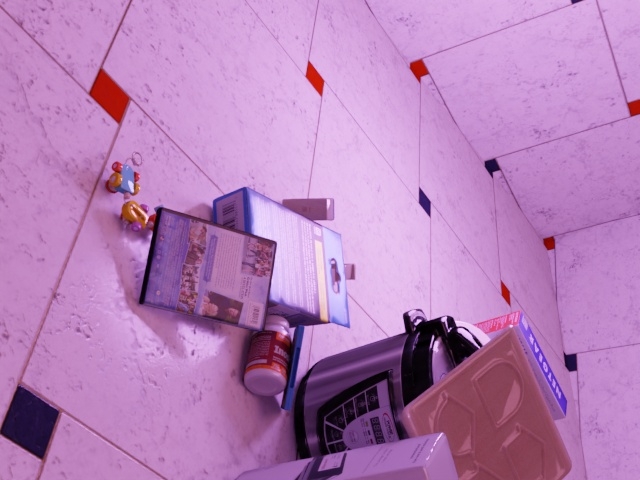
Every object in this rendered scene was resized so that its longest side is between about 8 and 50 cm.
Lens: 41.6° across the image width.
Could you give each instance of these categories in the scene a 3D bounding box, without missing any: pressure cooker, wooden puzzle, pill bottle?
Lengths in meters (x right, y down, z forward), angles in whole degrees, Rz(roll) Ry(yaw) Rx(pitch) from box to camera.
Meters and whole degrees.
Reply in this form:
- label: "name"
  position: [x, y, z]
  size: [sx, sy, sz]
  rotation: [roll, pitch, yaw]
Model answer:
- label: "pressure cooker"
  position: [0.200, 0.370, 1.780]
  size: [0.370, 0.420, 0.376]
  rotation: [51, 32, -31]
- label: "wooden puzzle"
  position: [0.306, 0.374, 1.576]
  size: [0.347, 0.080, 0.322]
  rotation: [-31, 102, -36]
- label: "pill bottle"
  position: [-0.103, 0.228, 1.694]
  size: [0.086, 0.086, 0.152]
  rotation: [47, 34, -36]

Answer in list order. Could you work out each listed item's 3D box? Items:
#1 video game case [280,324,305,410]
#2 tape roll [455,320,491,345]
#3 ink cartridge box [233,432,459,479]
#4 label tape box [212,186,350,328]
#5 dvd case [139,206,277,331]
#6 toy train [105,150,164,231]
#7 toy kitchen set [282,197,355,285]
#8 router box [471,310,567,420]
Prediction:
- label: "video game case"
  position: [-0.056, 0.258, 1.700]
  size: [0.119, 0.015, 0.167]
  rotation: [120, -20, -79]
- label: "tape roll"
  position: [0.357, 0.365, 2.271]
  size: [0.286, 0.100, 0.286]
  rotation: [10, 67, -23]
- label: "ink cartridge box"
  position: [0.045, 0.511, 1.391]
  size: [0.166, 0.394, 0.286]
  rotation: [-19, 92, -69]
- label: "label tape box"
  position: [-0.082, 0.057, 1.809]
  size: [0.333, 0.105, 0.241]
  rotation: [27, 51, -48]
- label: "dvd case"
  position: [-0.201, 0.057, 1.558]
  size: [0.252, 0.022, 0.181]
  rotation: [17, 72, -31]
- label: "toy train"
  position: [-0.334, -0.073, 1.537]
  size: [0.166, 0.046, 0.125]
  rotation: [66, 26, -11]
- label: "toy kitchen set"
  position: [0.000, 0.000, 2.052]
  size: [0.166, 0.122, 0.207]
  rotation: [-7, 97, -62]
- label: "router box"
  position: [0.512, 0.400, 2.456]
  size: [0.336, 0.301, 0.082]
  rotation: [61, 29, -16]
